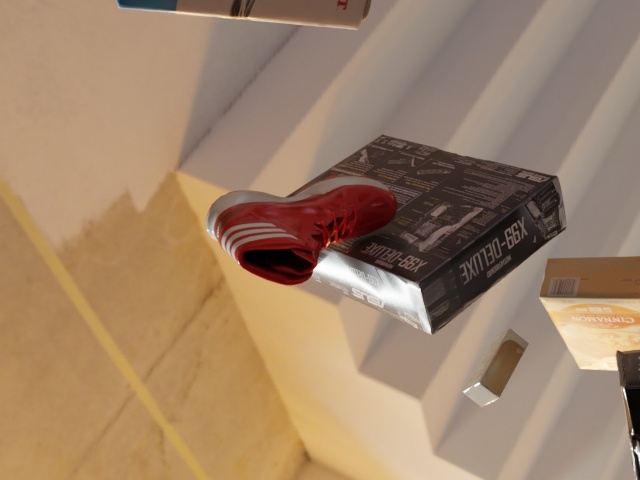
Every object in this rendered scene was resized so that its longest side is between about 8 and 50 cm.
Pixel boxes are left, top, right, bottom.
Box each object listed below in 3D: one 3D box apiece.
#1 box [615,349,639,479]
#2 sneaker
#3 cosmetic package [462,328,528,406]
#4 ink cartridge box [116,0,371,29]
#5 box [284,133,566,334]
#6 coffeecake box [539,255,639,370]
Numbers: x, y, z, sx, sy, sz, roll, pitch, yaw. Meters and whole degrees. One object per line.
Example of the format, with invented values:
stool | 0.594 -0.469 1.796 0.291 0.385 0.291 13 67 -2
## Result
box | 0.411 0.197 0.728 0.079 0.321 0.257 -48 -53 -67
sneaker | 0.000 0.000 1.006 0.221 0.128 0.087 -11 -53 -20
cosmetic package | 0.274 0.199 1.480 0.115 0.041 0.060 -53 2 -31
ink cartridge box | -0.053 -0.240 0.692 0.190 0.082 0.140 0 -57 -22
box | 0.104 -0.023 1.166 0.242 0.307 0.077 -35 -55 -28
coffeecake box | 0.393 0.101 1.262 0.185 0.142 0.068 51 -132 -41
